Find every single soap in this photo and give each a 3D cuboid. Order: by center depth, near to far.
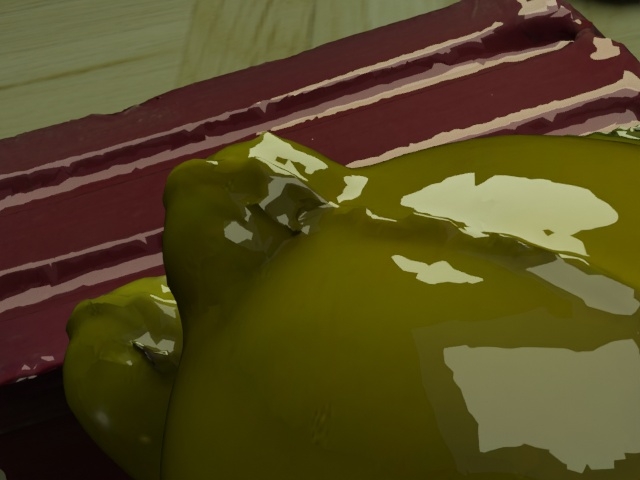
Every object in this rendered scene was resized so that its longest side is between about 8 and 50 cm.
[{"bbox_3d":[0.000,0.000,0.844,0.360,0.128,0.233,-16,36,0],"label":"soap"}]

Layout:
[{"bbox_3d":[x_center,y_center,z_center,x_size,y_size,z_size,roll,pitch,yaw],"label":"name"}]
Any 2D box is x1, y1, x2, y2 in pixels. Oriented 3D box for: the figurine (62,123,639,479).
[{"bbox_3d":[0.070,0.128,0.449,0.324,0.340,0.231,14,44,38],"label":"figurine"}]
